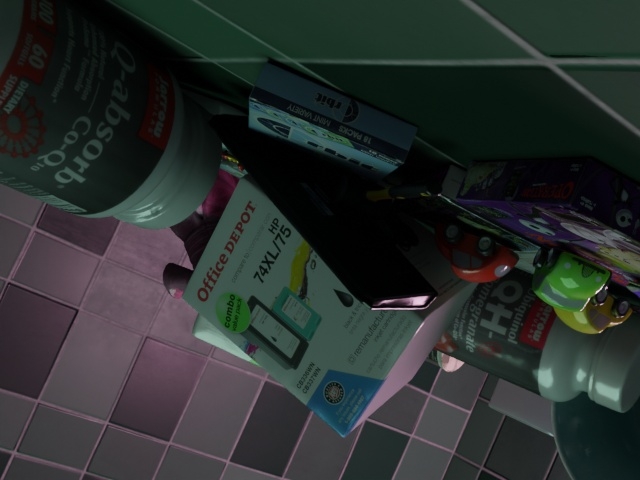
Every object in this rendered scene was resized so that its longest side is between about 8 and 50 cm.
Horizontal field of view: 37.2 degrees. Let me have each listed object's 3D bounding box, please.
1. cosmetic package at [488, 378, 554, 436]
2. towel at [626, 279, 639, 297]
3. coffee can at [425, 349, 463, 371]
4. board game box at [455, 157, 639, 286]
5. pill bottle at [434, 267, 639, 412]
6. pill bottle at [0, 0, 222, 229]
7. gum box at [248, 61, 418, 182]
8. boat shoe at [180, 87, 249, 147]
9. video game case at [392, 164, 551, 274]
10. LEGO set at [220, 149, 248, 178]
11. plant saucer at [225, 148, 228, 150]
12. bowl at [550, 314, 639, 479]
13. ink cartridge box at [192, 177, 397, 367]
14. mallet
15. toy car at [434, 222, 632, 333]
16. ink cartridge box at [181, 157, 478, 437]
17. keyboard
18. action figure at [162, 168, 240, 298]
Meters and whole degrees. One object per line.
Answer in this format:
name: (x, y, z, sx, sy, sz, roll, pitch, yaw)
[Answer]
cosmetic package: (0.435, 0.233, 1.682, 0.138, 0.224, 0.225, 21, 175, 37)
towel: (0.334, 0.061, 0.924, 0.060, 0.009, 0.083, 22, 176, 36)
coffee can: (0.199, 0.143, 2.082, 0.275, 0.201, 0.201, 21, 175, 30)
board game box: (0.316, 0.019, 0.875, 0.347, 0.056, 0.208, 25, 180, -17)
pill bottle: (0.301, 0.120, 1.342, 0.318, 0.176, 0.176, 21, 175, 33)
pill bottle: (-0.281, -0.146, 1.040, 0.210, 0.210, 0.363, 21, 176, 35)
gum box: (0.006, -0.114, 0.966, 0.157, 0.041, 0.184, 23, 177, -3)
boat shoe: (-0.170, -0.147, 1.259, 0.258, 0.084, 0.095, 23, 176, 24)
video game case: (0.203, -0.016, 1.087, 0.210, 0.042, 0.232, 25, 176, -6)
LEGO set: (-0.168, -0.125, 1.525, 0.244, 0.060, 0.182, 28, 171, -38)
plant saucer: (-0.151, -0.162, 1.456, 0.067, 0.018, 0.192, 24, 177, 4)
bowl: (0.517, 0.262, 1.400, 0.163, 0.311, 0.311, 2, -167, -44)
ink cartridge box: (-0.029, 0.016, 1.384, 0.207, 0.353, 0.119, 25, -153, 1)
mallet: (0.064, -0.051, 0.971, 0.062, 0.039, 0.190, 18, 173, -13)
toy car: (0.233, 0.044, 0.985, 0.239, 0.053, 0.225, 24, 177, -1)
ink cartridge box: (0.014, 0.054, 1.168, 0.270, 0.198, 0.197, 38, -151, 16)
keyboard: (0.016, -0.036, 1.071, 0.201, 0.033, 0.317, -2, -137, -47)
action figure: (-0.190, -0.008, 1.764, 0.275, 0.248, 0.370, 86, 162, -65)
